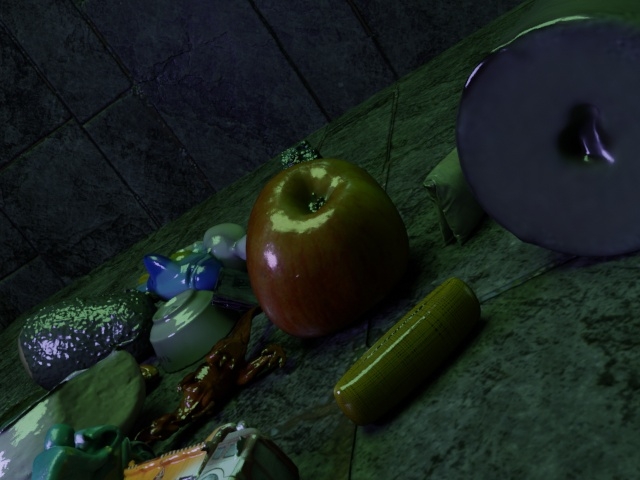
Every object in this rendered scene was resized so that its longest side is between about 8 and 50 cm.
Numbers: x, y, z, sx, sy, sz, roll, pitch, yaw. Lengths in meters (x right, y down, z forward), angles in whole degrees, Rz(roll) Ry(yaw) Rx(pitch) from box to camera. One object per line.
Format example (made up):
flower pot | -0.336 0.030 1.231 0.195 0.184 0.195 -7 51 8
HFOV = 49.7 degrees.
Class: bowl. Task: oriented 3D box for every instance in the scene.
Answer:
bowl | -0.295 0.182 1.534 0.211 0.112 0.211 -31 15 9

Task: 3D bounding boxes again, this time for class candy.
candy | -0.501 0.383 1.234 0.427 0.186 0.386 -35 8 9

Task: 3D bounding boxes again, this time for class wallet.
wallet | -0.181 0.111 1.548 0.166 0.111 0.030 -89 16 -69

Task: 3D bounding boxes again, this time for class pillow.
pillow | 0.248 -0.091 1.207 0.078 0.134 0.181 0 37 44

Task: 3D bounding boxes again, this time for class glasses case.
glasses case | 0.116 0.143 0.887 0.234 0.079 0.064 -40 24 -17

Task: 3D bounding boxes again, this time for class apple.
apple | 0.000 0.000 1.185 0.302 0.301 0.301 -32 16 11

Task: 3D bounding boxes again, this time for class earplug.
earplug | 0.385 -0.210 0.945 0.313 0.312 0.394 -21 20 39

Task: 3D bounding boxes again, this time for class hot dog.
hot dog | -0.434 0.312 1.526 0.236 0.062 0.092 -19 19 41

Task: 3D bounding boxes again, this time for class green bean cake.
green bean cake | -0.026 -0.141 1.776 0.107 0.193 0.208 -25 20 14

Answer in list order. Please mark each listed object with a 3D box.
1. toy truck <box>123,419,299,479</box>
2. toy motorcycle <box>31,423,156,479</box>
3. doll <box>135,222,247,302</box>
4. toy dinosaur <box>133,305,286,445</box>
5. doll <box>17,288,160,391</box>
toy truck | -0.151 0.321 0.865 0.271 0.114 0.135 -27 23 34
toy motorcycle | -0.327 0.355 0.957 0.109 0.198 0.296 -23 21 23
doll | -0.298 0.074 1.769 0.366 0.187 0.376 -30 -8 -14
toy dinosaur | -0.146 0.205 1.216 0.208 0.097 0.432 -31 10 48
doll | -0.554 0.236 1.700 0.350 0.247 0.247 -20 19 12
